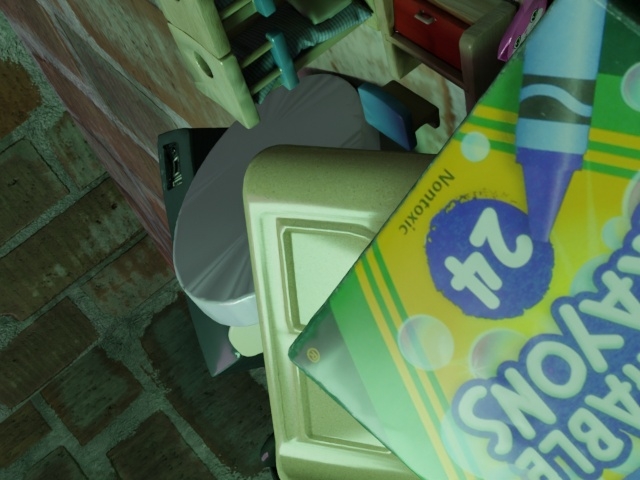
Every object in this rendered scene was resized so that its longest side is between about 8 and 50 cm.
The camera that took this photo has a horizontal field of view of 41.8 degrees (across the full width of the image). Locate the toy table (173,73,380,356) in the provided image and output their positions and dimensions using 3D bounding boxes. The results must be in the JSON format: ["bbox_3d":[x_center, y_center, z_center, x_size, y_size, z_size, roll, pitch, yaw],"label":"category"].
[{"bbox_3d":[0.000,0.000,0.695,0.252,0.274,0.161,-15,128,31],"label":"toy table"}]

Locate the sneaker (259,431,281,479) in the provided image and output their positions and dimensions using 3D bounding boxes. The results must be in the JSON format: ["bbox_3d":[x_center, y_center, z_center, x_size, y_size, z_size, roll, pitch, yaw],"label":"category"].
[{"bbox_3d":[0.039,0.161,0.705,0.147,0.330,0.130,32,136,-21],"label":"sneaker"}]

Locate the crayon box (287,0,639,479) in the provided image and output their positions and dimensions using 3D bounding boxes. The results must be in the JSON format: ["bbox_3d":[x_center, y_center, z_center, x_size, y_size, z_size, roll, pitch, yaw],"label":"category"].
[{"bbox_3d":[0.169,0.074,0.333,0.323,0.203,0.083,41,-151,10],"label":"crayon box"}]

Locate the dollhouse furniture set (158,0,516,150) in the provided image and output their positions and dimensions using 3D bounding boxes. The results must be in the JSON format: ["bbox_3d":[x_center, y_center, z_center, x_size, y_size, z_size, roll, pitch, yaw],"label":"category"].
[{"bbox_3d":[0.005,-0.133,0.502,0.184,0.129,0.129,41,163,35],"label":"dollhouse furniture set"}]

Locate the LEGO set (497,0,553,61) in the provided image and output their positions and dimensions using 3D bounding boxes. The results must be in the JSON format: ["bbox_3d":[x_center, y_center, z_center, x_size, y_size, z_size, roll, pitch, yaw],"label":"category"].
[{"bbox_3d":[0.113,-0.045,0.479,0.087,0.093,0.227,17,136,-10],"label":"LEGO set"}]

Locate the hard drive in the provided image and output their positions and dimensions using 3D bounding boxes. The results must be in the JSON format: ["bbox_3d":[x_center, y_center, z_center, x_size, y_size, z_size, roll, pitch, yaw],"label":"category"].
[{"bbox_3d":[-0.063,-0.001,0.859,0.054,0.172,0.254,-32,68,53],"label":"hard drive"}]

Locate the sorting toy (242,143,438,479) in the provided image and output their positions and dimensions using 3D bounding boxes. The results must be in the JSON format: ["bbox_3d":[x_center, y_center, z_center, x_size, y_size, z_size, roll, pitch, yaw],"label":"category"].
[{"bbox_3d":[0.114,0.064,0.455,0.307,0.041,0.229,6,118,17],"label":"sorting toy"}]
